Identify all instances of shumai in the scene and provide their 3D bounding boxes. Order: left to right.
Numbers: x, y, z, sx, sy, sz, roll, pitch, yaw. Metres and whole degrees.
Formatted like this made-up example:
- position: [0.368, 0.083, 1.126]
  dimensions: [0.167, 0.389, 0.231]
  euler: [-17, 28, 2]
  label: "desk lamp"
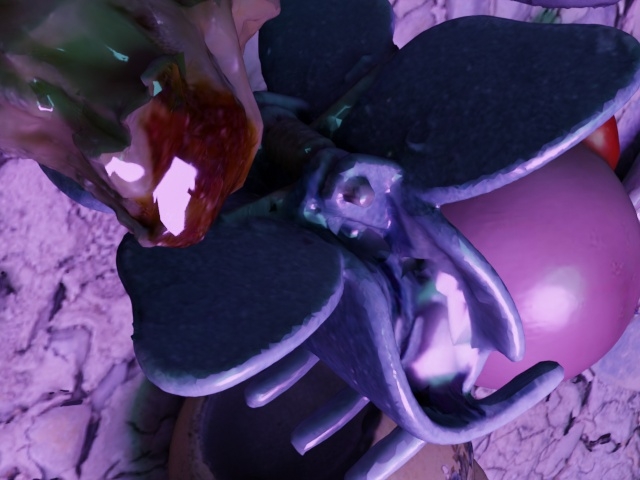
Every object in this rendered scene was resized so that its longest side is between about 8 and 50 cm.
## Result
- position: [-0.123, -0.152, 1.081]
  dimensions: [0.346, 0.283, 0.217]
  euler: [15, 107, -44]
  label: "shumai"

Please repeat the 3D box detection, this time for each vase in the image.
- position: [0.006, 0.249, 1.466]
  dimensions: [0.302, 0.241, 0.329]
  euler: [61, 41, -52]
  label: "vase"

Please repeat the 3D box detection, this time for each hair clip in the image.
- position: [0.000, 0.000, 1.269]
  dimensions: [0.392, 0.318, 0.238]
  euler: [-37, 136, -21]
  label: "hair clip"

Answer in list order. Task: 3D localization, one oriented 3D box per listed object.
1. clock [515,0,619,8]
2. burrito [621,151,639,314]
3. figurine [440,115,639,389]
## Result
- position: [0.188, -0.250, 1.346]
  dimensions: [0.215, 0.215, 0.042]
  euler: [-32, 140, -22]
  label: "clock"
- position: [0.333, -0.048, 1.704]
  dimensions: [0.229, 0.089, 0.144]
  euler: [-50, 124, -5]
  label: "burrito"
- position: [0.172, 0.007, 1.501]
  dimensions: [0.261, 0.211, 0.269]
  euler: [-26, 131, -27]
  label: "figurine"
